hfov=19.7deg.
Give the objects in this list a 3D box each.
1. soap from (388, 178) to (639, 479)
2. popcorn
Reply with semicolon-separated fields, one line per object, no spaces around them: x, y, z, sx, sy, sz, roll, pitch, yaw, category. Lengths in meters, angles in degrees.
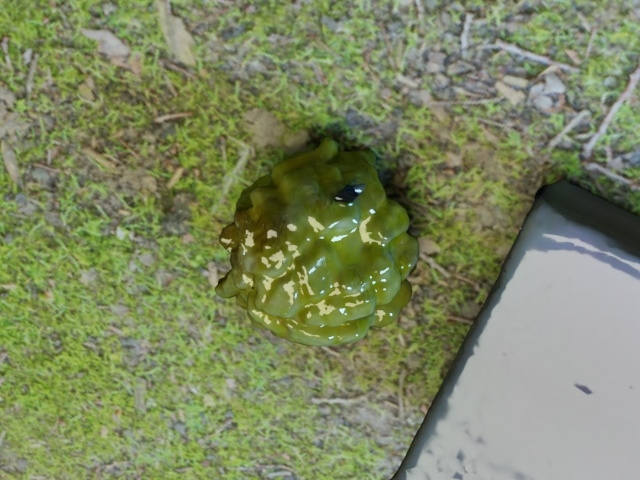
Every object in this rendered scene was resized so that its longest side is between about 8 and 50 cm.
0.239;0.141;1.483;0.285;0.107;0.296;30;111;8;soap
0.001;0.001;1.517;0.173;0.142;0.173;1;93;13;popcorn
